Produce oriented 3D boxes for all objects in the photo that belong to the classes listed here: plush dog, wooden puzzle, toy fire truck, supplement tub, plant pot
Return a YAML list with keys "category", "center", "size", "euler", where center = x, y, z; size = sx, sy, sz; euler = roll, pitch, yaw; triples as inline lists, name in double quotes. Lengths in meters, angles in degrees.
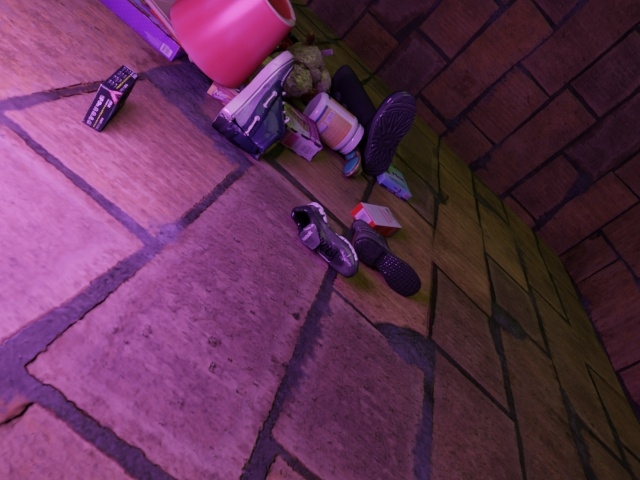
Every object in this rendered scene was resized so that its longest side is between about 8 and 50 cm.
- category: "plush dog"
  center: [-0.080, -0.621, 1.672]
  size: [0.262, 0.210, 0.225]
  euler: [21, 63, -9]
- category: "wooden puzzle"
  center: [-0.376, -0.601, 1.282]
  size: [0.238, 0.044, 0.221]
  euler: [55, 27, -3]
- category: "toy fire truck"
  center: [-0.210, -0.811, 1.812]
  size: [0.217, 0.158, 0.246]
  euler: [54, 19, 13]
- category: "supplement tub"
  center: [0.042, -0.413, 1.609]
  size: [0.200, 0.144, 0.144]
  euler: [33, 31, -24]
- category: "plant pot"
  center: [-0.218, -0.594, 1.216]
  size: [0.275, 0.243, 0.275]
  euler: [42, 33, -36]

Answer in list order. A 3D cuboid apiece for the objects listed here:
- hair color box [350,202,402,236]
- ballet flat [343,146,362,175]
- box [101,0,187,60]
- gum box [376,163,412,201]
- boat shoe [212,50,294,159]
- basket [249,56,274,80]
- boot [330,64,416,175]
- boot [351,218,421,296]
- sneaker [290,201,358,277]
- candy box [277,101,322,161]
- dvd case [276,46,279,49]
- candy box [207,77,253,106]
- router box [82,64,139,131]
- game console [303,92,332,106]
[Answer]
- category: "hair color box"
  center: [0.181, -0.064, 1.444]
  size: [0.167, 0.053, 0.093]
  euler: [3, 49, -50]
- category: "ballet flat"
  center: [0.125, -0.274, 1.628]
  size: [0.067, 0.073, 0.206]
  euler: [49, 28, -26]
- category: "box"
  center: [-0.489, -0.650, 1.290]
  size: [0.293, 0.057, 0.201]
  euler: [40, 29, -13]
- category: "gum box"
  center: [0.287, -0.261, 1.853]
  size: [0.157, 0.041, 0.184]
  euler: [27, 33, -31]
- category: "boat shoe"
  center: [-0.139, -0.370, 1.245]
  size: [0.158, 0.127, 0.340]
  euler: [43, 62, -16]
- category: "basket"
  center: [-0.232, -0.583, 1.504]
  size: [0.167, 0.103, 0.113]
  euler: [32, 32, -26]
- category: "boot"
  center: [0.180, -0.534, 1.747]
  size: [0.146, 0.367, 0.445]
  euler: [-2, 53, -22]
- category: "boot"
  center: [0.192, 0.039, 1.304]
  size: [0.246, 0.083, 0.161]
  euler: [40, 23, -14]
- category: "sneaker"
  center: [0.000, 0.000, 1.099]
  size: [0.106, 0.078, 0.234]
  euler: [-2, 50, -51]
- category: "candy box"
  center: [-0.112, -0.368, 1.422]
  size: [0.233, 0.071, 0.159]
  euler: [24, 36, -34]
- category: "dvd case"
  center: [-0.229, -0.754, 1.719]
  size: [0.119, 0.013, 0.087]
  euler: [-22, 84, -16]
- category: "candy box"
  center: [-0.264, -0.459, 1.355]
  size: [0.109, 0.053, 0.186]
  euler: [34, 29, -22]
- category: "router box"
  center: [-0.409, -0.279, 0.885]
  size: [0.038, 0.092, 0.122]
  euler: [33, 31, -23]
- category: "game console"
  center: [-0.008, -0.567, 1.824]
  size: [0.122, 0.107, 0.071]
  euler: [27, 5, -33]
